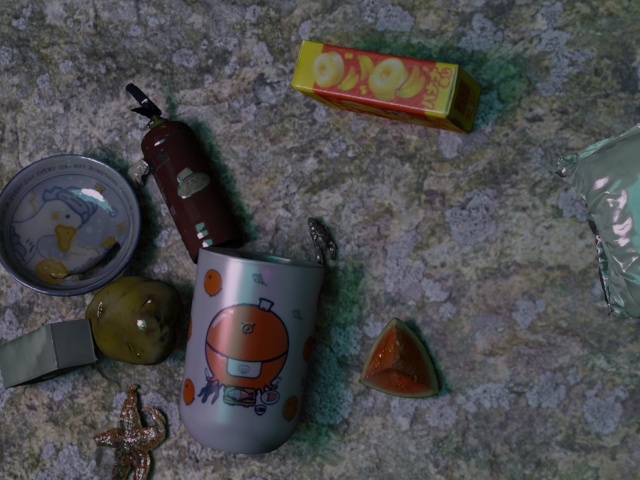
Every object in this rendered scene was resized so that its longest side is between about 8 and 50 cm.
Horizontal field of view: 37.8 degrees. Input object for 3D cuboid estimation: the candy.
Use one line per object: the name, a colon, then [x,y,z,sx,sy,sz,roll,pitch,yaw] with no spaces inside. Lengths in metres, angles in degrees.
candy: [0.108,-0.249,1.519,0.276,0.146,0.088,14,92,26]

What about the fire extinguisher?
fire extinguisher: [-0.260,-0.130,1.683,0.102,0.138,0.344,-31,76,17]

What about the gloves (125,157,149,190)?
gloves: [-0.347,-0.131,1.783,0.081,0.037,0.044,-64,31,15]

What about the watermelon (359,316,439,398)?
watermelon: [0.134,0.205,1.512,0.135,0.094,0.125,31,92,18]

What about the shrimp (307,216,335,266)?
shrimp: [0.004,0.001,1.618,0.038,0.029,0.092,-15,87,15]

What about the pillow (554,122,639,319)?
pillow: [0.515,-0.048,1.324,0.310,0.138,0.283,-24,78,19]

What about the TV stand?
TV stand: [-0.516,0.215,1.755,0.269,0.083,0.088,-21,77,51]

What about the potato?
potato: [-0.337,0.144,1.699,0.200,0.137,0.154,-4,53,41]

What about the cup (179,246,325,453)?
cup: [-0.119,0.182,1.567,0.212,0.212,0.317,10,94,25]

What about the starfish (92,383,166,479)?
starfish: [-0.355,0.376,1.761,0.150,0.053,0.209,-3,82,12]

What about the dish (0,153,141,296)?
dish: [-0.470,-0.014,1.778,0.273,0.134,0.273,1,72,-3]
